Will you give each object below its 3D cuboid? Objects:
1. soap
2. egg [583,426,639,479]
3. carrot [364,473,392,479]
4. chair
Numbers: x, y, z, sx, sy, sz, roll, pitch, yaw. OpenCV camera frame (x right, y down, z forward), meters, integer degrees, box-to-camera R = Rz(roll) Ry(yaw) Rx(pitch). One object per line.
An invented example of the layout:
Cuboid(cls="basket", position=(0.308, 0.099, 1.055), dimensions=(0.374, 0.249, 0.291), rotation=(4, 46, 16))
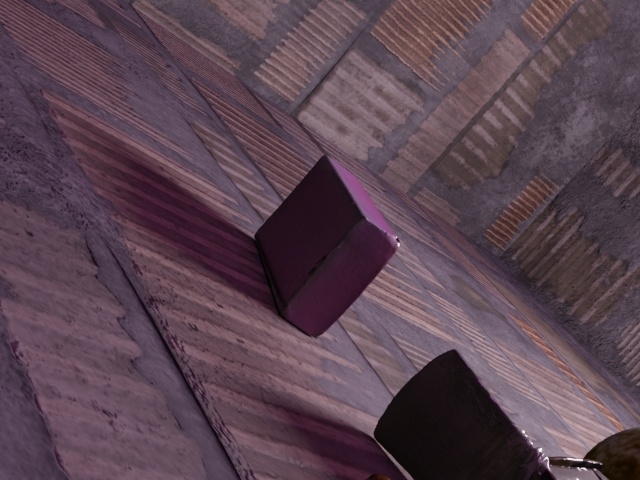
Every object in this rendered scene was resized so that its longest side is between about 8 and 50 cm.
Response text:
Cuboid(cls="soap", position=(0.001, 0.001, 1.409), dimensions=(0.081, 0.181, 0.259), rotation=(36, 11, -23))
Cuboid(cls="egg", position=(0.463, 0.389, 1.333), dimensions=(0.289, 0.238, 0.238), rotation=(57, 3, -27))
Cuboid(cls="carrot", position=(0.105, 0.308, 0.954), dimensions=(0.191, 0.047, 0.047), rotation=(49, 12, 8))
Cuboid(cls="chair", position=(0.228, 0.294, 1.123), dimensions=(0.186, 0.160, 0.319), rotation=(20, 24, -47))
